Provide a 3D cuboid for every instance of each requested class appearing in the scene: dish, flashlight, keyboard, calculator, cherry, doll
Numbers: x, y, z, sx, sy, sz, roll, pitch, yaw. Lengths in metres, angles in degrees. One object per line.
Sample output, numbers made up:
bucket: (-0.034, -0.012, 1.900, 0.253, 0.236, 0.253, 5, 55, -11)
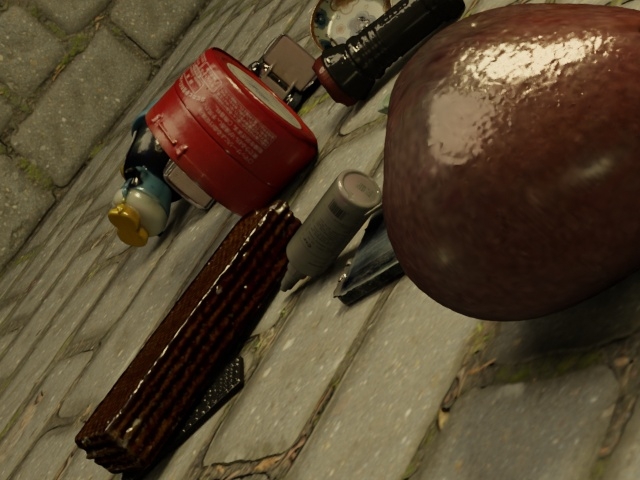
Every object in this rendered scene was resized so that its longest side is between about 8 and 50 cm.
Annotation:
dish: (0.061, -0.334, 2.089, 0.141, 0.078, 0.141, -9, 67, 21)
flashlight: (0.097, -0.289, 1.867, 0.232, 0.093, 0.093, -39, 20, 22)
keyboard: (-0.161, 0.214, 1.542, 0.204, 0.013, 0.061, -44, 18, 15)
calculator: (0.122, -0.035, 1.375, 0.261, 0.021, 0.161, -32, 24, 43)
cherry: (0.171, -0.069, 1.006, 0.307, 0.221, 0.261, -23, 36, 28)
doll: (-0.283, -0.136, 2.341, 0.141, 0.177, 0.314, 7, 52, 23)

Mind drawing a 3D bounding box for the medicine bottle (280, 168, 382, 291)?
medicine bottle: (0.000, 0.000, 1.513, 0.199, 0.057, 0.058, -54, 9, 43)

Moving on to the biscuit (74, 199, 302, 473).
biscuit: (-0.147, 0.111, 1.603, 0.107, 0.073, 0.388, -22, 29, 57)

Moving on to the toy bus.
toy bus: (-0.133, -0.200, 2.215, 0.317, 0.112, 0.138, -47, 13, 2)

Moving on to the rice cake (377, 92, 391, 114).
rice cake: (0.120, -0.178, 1.671, 0.033, 0.029, 0.170, -57, 19, -13)

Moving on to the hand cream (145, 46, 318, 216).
hand cream: (-0.125, -0.157, 1.898, 0.149, 0.230, 0.230, -47, 17, 12)
